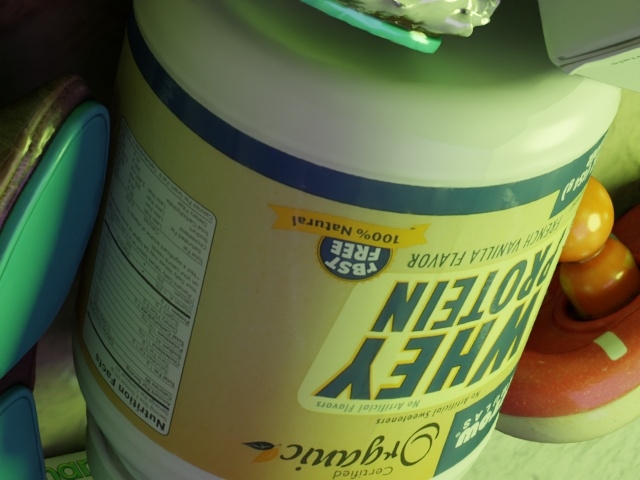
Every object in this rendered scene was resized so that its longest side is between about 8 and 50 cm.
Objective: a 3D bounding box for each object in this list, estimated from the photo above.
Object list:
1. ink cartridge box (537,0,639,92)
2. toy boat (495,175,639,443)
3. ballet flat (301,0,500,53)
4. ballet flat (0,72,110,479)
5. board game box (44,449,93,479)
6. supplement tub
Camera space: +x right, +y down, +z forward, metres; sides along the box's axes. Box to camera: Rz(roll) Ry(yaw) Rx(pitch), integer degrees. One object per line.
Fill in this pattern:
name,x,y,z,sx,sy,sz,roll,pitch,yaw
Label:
ink cartridge box,0.209,-0.180,0.875,0.129,0.223,0.307,-16,169,31
toy boat,0.176,0.021,1.216,0.231,0.151,0.151,-36,114,-8
ballet flat,-0.089,-0.189,0.686,0.409,0.147,0.147,15,119,-30
ballet flat,-0.186,0.045,0.907,0.116,0.124,0.342,-50,161,-43
board game box,-0.140,0.212,1.179,0.305,0.053,0.193,-8,133,-36
supplement tub,0.000,0.000,0.932,0.228,0.228,0.316,-14,136,-32
